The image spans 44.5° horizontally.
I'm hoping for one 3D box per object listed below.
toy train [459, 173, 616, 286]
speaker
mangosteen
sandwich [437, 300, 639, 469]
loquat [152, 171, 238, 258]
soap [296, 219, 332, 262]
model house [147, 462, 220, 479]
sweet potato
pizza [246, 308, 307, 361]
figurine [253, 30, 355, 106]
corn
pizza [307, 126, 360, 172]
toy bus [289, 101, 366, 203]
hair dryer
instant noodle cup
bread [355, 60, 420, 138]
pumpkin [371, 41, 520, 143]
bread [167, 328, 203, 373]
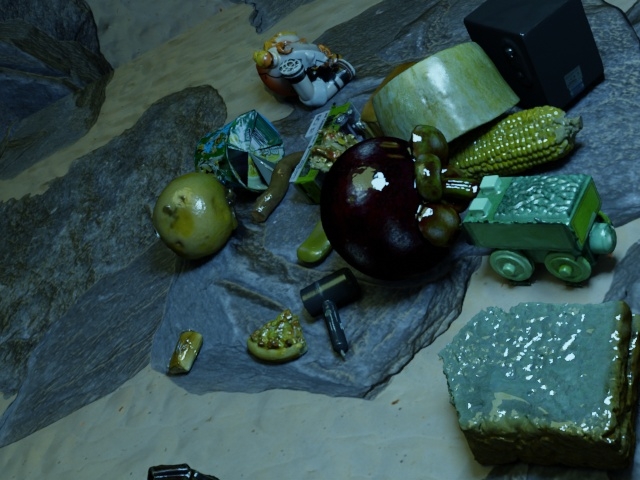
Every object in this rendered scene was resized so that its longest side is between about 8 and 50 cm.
[{"bbox_3d":[0.410,-0.025,1.463,0.271,0.188,0.159,2,48,44],"label":"toy train"},{"bbox_3d":[0.495,-0.443,1.820,0.184,0.254,0.232,-39,35,-5],"label":"speaker"},{"bbox_3d":[0.168,-0.078,1.618,0.346,0.307,0.307,-25,35,35],"label":"mangosteen"},{"bbox_3d":[0.347,0.228,1.273,0.325,0.131,0.262,-7,45,37],"label":"sandwich"},{"bbox_3d":[-0.335,-0.070,2.131,0.243,0.244,0.244,-23,37,18],"label":"loquat"},{"bbox_3d":[0.001,0.001,1.908,0.089,0.045,0.140,12,59,51],"label":"soap"},{"bbox_3d":[-0.279,0.498,1.541,0.165,0.106,0.152,0,22,-9],"label":"model house"},{"bbox_3d":[-0.112,-0.172,2.196,0.067,0.059,0.281,3,51,31],"label":"sweet potato"},{"bbox_3d":[-0.095,0.210,1.746,0.174,0.046,0.134,-10,43,34],"label":"pizza"},{"bbox_3d":[-0.077,-0.546,2.485,0.319,0.196,0.323,-4,29,-33],"label":"figurine"},{"bbox_3d":[0.410,-0.207,1.730,0.346,0.130,0.130,-16,39,34],"label":"corn"},{"bbox_3d":[0.054,-0.217,1.911,0.251,0.287,0.074,45,116,46],"label":"pizza"},{"bbox_3d":[0.017,-0.236,2.121,0.139,0.113,0.302,-9,44,39],"label":"toy bus"},{"bbox_3d":[0.035,0.163,1.681,0.124,0.071,0.219,-27,42,13],"label":"hair dryer"},{"bbox_3d":[-0.242,-0.237,2.251,0.178,0.240,0.240,-8,44,42],"label":"instant noodle cup"},{"bbox_3d":[0.210,-0.383,2.126,0.136,0.107,0.241,7,53,48],"label":"bread"},{"bbox_3d":[0.278,-0.328,1.813,0.332,0.199,0.332,-27,8,4],"label":"pumpkin"},{"bbox_3d":[-0.325,0.265,1.875,0.072,0.053,0.106,-10,47,38],"label":"bread"}]
